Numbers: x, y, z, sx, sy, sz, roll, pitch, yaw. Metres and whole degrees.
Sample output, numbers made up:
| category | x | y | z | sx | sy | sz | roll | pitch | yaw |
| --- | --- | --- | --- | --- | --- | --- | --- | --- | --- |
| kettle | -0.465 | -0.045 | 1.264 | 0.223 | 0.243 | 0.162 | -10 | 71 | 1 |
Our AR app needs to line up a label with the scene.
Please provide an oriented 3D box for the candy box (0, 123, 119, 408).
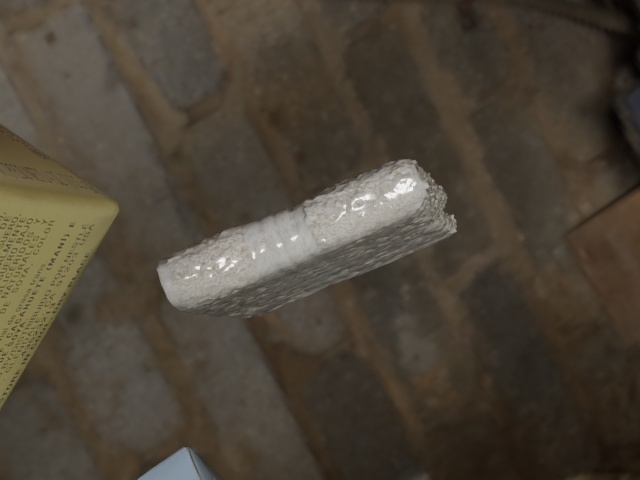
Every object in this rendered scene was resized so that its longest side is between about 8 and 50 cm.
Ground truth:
| category | x | y | z | sx | sy | sz | roll | pitch | yaw |
| --- | --- | --- | --- | --- | --- | --- | --- | --- | --- |
| candy box | -0.180 | -0.027 | 0.340 | 0.183 | 0.087 | 0.316 | 32 | -175 | 10 |

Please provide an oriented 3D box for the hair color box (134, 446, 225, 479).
| category | x | y | z | sx | sy | sz | roll | pitch | yaw |
| --- | --- | --- | --- | --- | --- | --- | --- | --- | --- |
| hair color box | -0.030 | 0.273 | 0.791 | 0.374 | 0.185 | 0.113 | 53 | -175 | -44 |

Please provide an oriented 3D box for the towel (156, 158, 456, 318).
| category | x | y | z | sx | sy | sz | roll | pitch | yaw |
| --- | --- | --- | --- | --- | --- | --- | --- | --- | --- |
| towel | 0.000 | 0.000 | 1.180 | 0.282 | 0.187 | 0.049 | 27 | -140 | -81 |
